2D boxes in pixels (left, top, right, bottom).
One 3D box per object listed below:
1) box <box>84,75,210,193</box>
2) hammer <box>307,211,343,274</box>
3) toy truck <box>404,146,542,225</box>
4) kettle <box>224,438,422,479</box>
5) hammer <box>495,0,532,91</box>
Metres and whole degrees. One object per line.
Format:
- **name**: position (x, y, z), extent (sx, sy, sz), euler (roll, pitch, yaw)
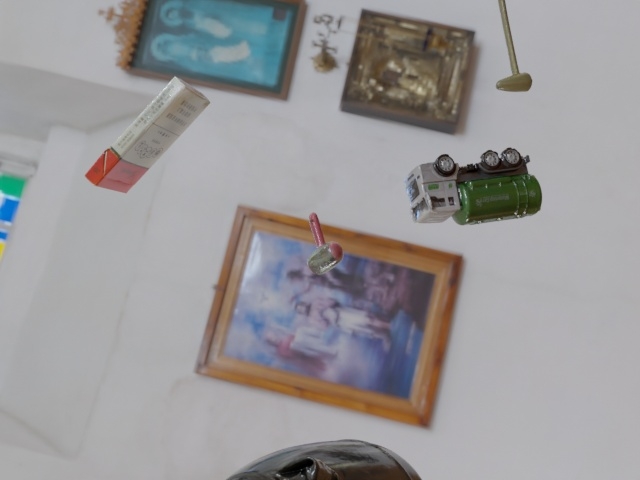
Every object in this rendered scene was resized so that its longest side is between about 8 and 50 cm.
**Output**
- **box**: position (-0.315, -0.189, 1.603), extent (0.245, 0.035, 0.139), euler (-45, -11, 8)
- **hammer**: position (0.000, 0.000, 1.115), extent (0.052, 0.031, 0.083), euler (-35, 57, 33)
- **toy truck**: position (0.281, -0.090, 1.583), extent (0.101, 0.242, 0.125), euler (133, 129, -70)
- **kettle**: position (-0.040, 0.319, 0.938), extent (0.271, 0.250, 0.207), euler (25, -129, -54)
- **hammer**: position (0.272, -0.318, 1.317), extent (0.028, 0.060, 0.195), euler (-23, 75, 62)
